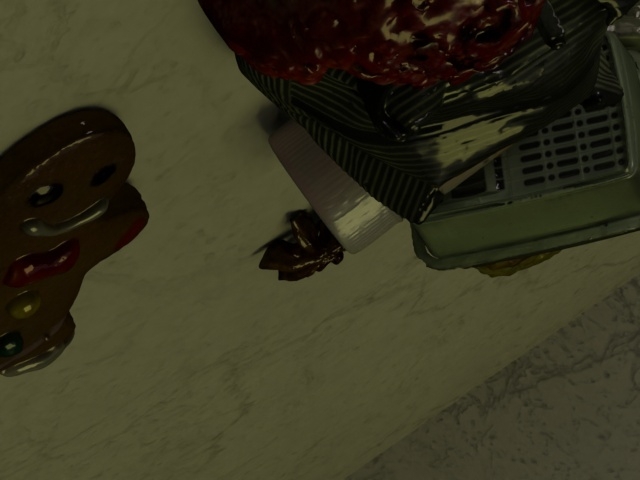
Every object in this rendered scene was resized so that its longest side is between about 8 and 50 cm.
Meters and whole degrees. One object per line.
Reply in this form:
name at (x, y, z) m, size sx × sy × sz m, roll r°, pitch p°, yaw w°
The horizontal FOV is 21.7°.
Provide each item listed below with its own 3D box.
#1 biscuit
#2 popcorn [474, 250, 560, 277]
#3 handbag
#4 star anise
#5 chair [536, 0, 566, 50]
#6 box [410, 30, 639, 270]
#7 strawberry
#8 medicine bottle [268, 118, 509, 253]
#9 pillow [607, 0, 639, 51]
biscuit at (-0.280, 0.034, 1.556) m, size 0.283 × 0.064 × 0.432 m, roll -20°, pitch 158°, yaw -41°
popcorn at (0.225, -0.052, 2.112) m, size 0.217 × 0.181 × 0.235 m, roll -22°, pitch 154°, yaw -33°
handbag at (0.108, -0.187, 1.412) m, size 0.340 × 0.240 × 0.247 m, roll -31°, pitch 158°, yaw -12°
star anise at (0.000, 0.000, 2.028) m, size 0.168 × 0.057 × 0.168 m, roll -34°, pitch 164°, yaw -11°
chair at (0.184, -0.300, 1.238) m, size 0.147 × 0.270 × 0.136 m, roll -20°, pitch 163°, yaw -9°
box at (0.226, -0.092, 1.815) m, size 0.290 × 0.220 × 0.166 m, roll -12°, pitch 153°, yaw 19°
strawberry at (0.025, -0.202, 1.155) m, size 0.220 × 0.274 × 0.274 m, roll -49°, pitch 162°, yaw 3°
medicine bottle at (0.097, -0.124, 1.687) m, size 0.273 × 0.165 × 0.165 m, roll -37°, pitch 164°, yaw 5°
pillow at (0.425, -0.240, 1.934) m, size 0.281 × 0.076 × 0.274 m, roll 0°, pitch 178°, yaw 6°
